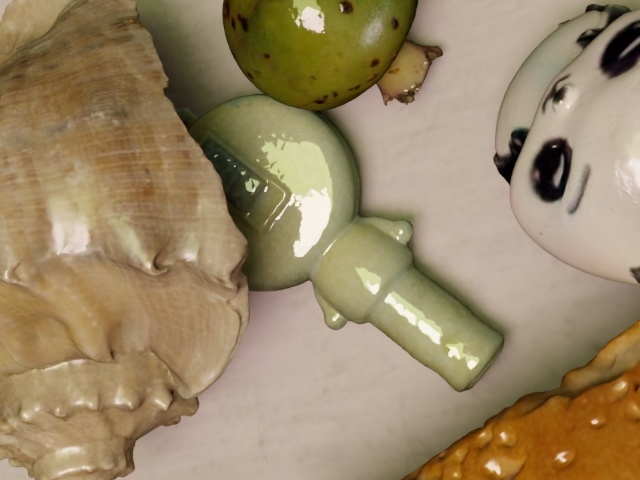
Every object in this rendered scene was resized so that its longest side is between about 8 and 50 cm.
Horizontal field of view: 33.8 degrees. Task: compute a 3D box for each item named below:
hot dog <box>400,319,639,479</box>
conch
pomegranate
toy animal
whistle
[{"bbox_3d":[0.169,0.184,0.537,0.405,0.223,0.185,-39,44,25],"label":"hot dog"},{"bbox_3d":[-0.160,-0.002,0.621,0.263,0.186,0.324,-24,84,40],"label":"conch"},{"bbox_3d":[0.003,-0.136,0.628,0.130,0.130,0.130,1,93,16],"label":"pomegranate"},{"bbox_3d":[0.173,-0.061,0.555,0.138,0.179,0.166,28,107,-1],"label":"toy animal"},{"bbox_3d":[0.000,0.000,0.657,0.258,0.067,0.126,39,104,8],"label":"whistle"}]
